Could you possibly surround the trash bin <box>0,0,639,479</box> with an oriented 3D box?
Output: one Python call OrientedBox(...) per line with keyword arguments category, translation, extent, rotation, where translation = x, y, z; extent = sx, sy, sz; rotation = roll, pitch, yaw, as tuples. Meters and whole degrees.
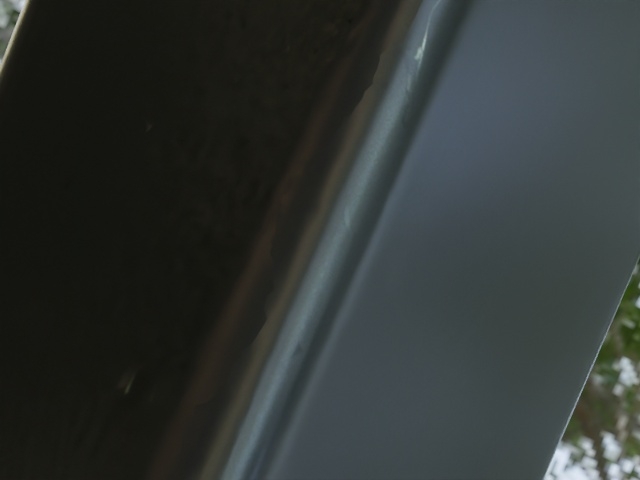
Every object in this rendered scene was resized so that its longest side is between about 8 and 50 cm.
OrientedBox(category="trash bin", translation=(0.000, 0.000, 0.423), extent=(0.115, 0.165, 0.226), rotation=(13, -106, 29))
